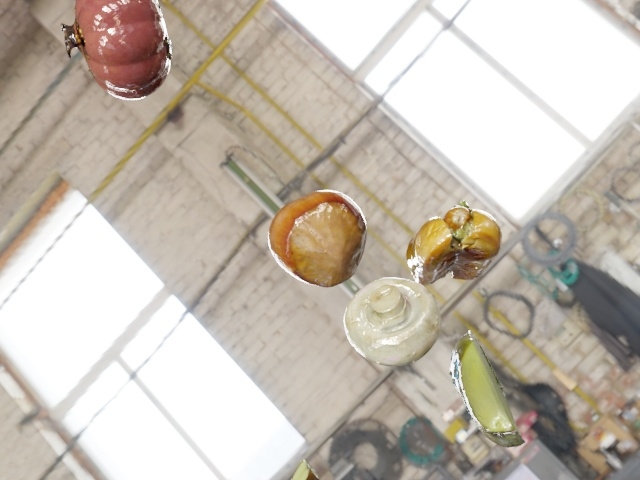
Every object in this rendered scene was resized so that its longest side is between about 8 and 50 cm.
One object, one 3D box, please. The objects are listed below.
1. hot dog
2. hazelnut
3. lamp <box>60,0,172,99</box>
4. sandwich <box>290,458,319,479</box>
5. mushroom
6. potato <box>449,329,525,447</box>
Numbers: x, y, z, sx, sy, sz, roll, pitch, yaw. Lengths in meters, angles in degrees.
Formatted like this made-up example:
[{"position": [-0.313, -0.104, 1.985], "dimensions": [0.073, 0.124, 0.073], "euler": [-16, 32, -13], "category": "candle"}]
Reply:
[{"position": [0.147, 0.006, 0.974], "dimensions": [0.100, 0.068, 0.249], "euler": [-8, -11, 2], "category": "hot dog"}, {"position": [0.000, 0.000, 1.513], "dimensions": [0.182, 0.182, 0.182], "euler": [-41, -16, -14], "category": "hazelnut"}, {"position": [-0.283, -0.285, 1.194], "dimensions": [0.140, 0.182, 0.182], "euler": [-14, -21, -7], "category": "lamp"}, {"position": [-0.023, 0.395, 1.426], "dimensions": [0.044, 0.031, 0.083], "euler": [-7, -43, -38], "category": "sandwich"}, {"position": [0.062, 0.068, 0.741], "dimensions": [0.083, 0.083, 0.067], "euler": [-42, -36, -11], "category": "mushroom"}, {"position": [0.199, 0.191, 1.066], "dimensions": [0.054, 0.198, 0.119], "euler": [-27, -56, 8], "category": "potato"}]
